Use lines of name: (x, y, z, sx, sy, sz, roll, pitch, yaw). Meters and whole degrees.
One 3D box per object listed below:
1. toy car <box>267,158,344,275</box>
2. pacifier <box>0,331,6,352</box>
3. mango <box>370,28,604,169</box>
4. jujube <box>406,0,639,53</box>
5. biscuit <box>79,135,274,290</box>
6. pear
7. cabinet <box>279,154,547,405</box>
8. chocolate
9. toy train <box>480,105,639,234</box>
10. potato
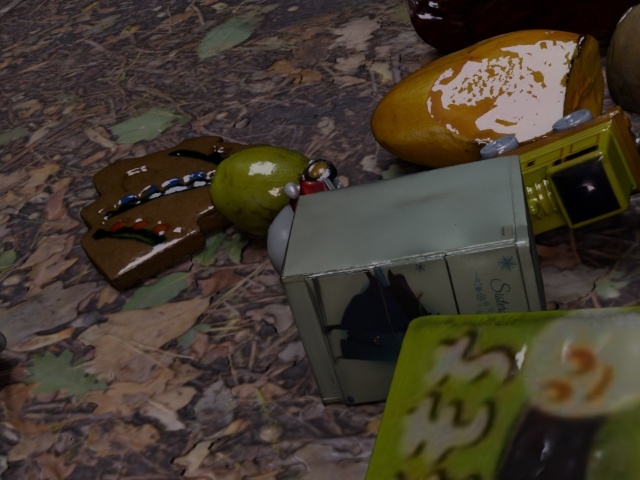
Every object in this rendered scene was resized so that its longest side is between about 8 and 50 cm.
toy car: (0.000, 0.000, 1.072, 0.112, 0.112, 0.139, -34, 42, 1)
pacifier: (-0.466, 0.135, 1.049, 0.278, 0.227, 0.207, -5, 74, 20)
mango: (0.180, -0.148, 1.173, 0.257, 0.138, 0.187, 5, 55, 37)
jujube: (0.282, -0.349, 1.379, 0.342, 0.216, 0.216, -12, 31, 24)
biscuit: (-0.187, -0.046, 1.275, 0.278, 0.043, 0.301, -6, 34, 18)
pear: (-0.057, -0.054, 1.166, 0.131, 0.107, 0.107, 7, 36, 7)
cabinet: (0.088, 0.038, 0.918, 0.206, 0.145, 0.150, -10, 33, 13)
chocolate: (0.156, 0.177, 0.603, 0.288, 0.137, 0.301, -7, 46, 31)
toy train: (0.219, -0.055, 1.003, 0.219, 0.089, 0.127, -20, 17, 24)
potato: (0.388, -0.203, 1.176, 0.100, 0.120, 0.261, -30, 33, -8)
